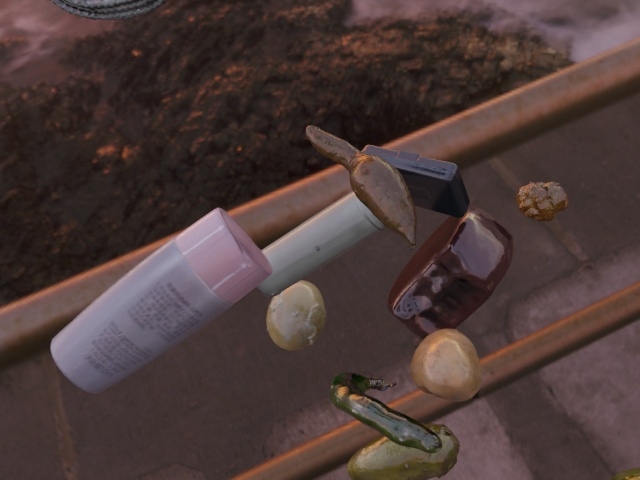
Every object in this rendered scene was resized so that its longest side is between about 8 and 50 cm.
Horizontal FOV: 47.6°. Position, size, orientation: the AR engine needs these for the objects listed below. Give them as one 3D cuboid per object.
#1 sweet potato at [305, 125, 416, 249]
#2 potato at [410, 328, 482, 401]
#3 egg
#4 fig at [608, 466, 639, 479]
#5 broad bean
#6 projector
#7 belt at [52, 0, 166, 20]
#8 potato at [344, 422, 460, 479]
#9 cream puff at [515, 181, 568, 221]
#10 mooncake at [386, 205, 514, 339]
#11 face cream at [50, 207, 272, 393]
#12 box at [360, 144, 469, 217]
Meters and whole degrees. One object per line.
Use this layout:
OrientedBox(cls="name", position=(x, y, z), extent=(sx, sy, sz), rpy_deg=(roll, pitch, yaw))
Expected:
OrientedBox(cls="sweet potato", position=(0.075, -0.098, 1.101), extent=(0.074, 0.075, 0.269), rpy_deg=(-33, 63, -16))
OrientedBox(cls="potato", position=(0.196, 0.195, 1.138), extent=(0.112, 0.112, 0.147), rpy_deg=(-2, 10, 9))
OrientedBox(cls="egg", position=(-0.064, 0.203, 1.977), extent=(0.164, 0.164, 0.202), rpy_deg=(7, 56, 16))
OrientedBox(cls="fig", position=(0.605, 0.492, 1.292), extent=(0.191, 0.181, 0.181), rpy_deg=(-27, 51, -2))
OrientedBox(cls="broad bean", position=(0.088, 0.260, 1.155), extent=(0.144, 0.292, 0.050), rpy_deg=(12, 95, -12))
OrientedBox(cls="projector", position=(0.000, 0.000, 1.568), extent=(0.337, 0.108, 0.108), rpy_deg=(-32, 46, 20))
OrientedBox(cls="belt", position=(-0.267, -0.391, 0.915), extent=(0.294, 0.207, 0.161), rpy_deg=(11, 50, 26))
OrientedBox(cls="potato", position=(0.170, 0.453, 1.525), extent=(0.251, 0.149, 0.113), rpy_deg=(-15, 60, 11))
OrientedBox(cls="cream puff", position=(0.538, -0.100, 1.762), extent=(0.122, 0.094, 0.116), rpy_deg=(28, 28, 18))
OrientedBox(cls="mooncake", position=(0.305, 0.081, 1.671), extent=(0.174, 0.334, 0.326), rpy_deg=(40, 90, -4))
OrientedBox(cls="face cream", position=(-0.143, 0.056, 0.645), extent=(0.198, 0.084, 0.057), rpy_deg=(-36, 29, 6))
OrientedBox(cls="box", position=(0.203, -0.128, 1.573), extent=(0.230, 0.160, 0.050), rpy_deg=(18, 68, 31))
